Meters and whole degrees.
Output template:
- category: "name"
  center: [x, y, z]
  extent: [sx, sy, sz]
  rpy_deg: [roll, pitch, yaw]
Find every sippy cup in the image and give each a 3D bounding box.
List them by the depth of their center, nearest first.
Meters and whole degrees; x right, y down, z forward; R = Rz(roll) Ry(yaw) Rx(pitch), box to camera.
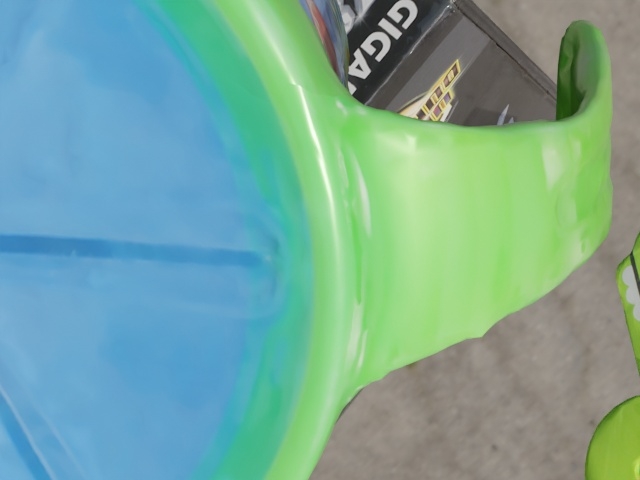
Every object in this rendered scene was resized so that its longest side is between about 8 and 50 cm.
- category: "sippy cup"
  center: [-0.088, -0.030, 0.473]
  extent: [0.305, 0.240, 0.224]
  rpy_deg: [34, 22, -2]

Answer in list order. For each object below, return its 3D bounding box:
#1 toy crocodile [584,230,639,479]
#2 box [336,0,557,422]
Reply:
- category: "toy crocodile"
  center: [0.186, 0.147, 0.627]
  extent: [0.115, 0.105, 0.340]
  rpy_deg: [19, 56, -43]
- category: "box"
  center: [0.000, 0.000, 0.867]
  extent: [0.073, 0.295, 0.293]
  rpy_deg: [42, 7, 22]
